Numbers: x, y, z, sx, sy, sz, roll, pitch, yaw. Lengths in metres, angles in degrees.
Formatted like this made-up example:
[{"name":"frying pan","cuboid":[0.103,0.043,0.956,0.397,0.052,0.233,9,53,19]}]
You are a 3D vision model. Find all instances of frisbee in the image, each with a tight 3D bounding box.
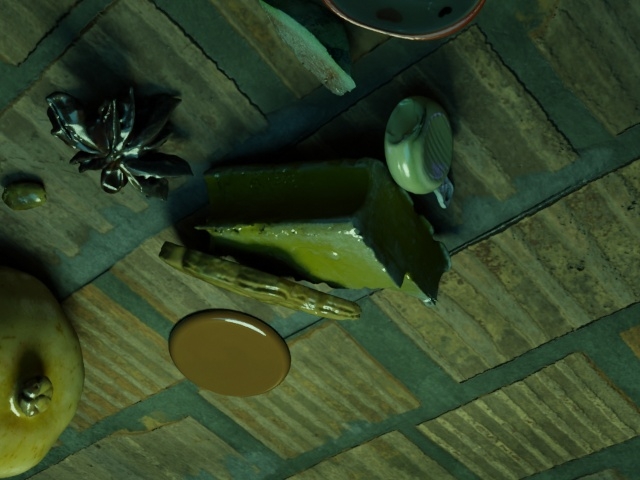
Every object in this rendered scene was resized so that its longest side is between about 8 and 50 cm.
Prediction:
[{"name":"frisbee","cuboid":[-0.183,0.232,1.796,0.250,0.021,0.251,4,131,5]}]

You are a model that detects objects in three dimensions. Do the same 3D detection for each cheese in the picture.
[{"name":"cheese","cuboid":[0.165,-0.121,1.370,0.064,0.137,0.227,11,157,32]}]

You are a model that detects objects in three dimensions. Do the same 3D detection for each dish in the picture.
[{"name":"dish","cuboid":[0.113,-0.391,1.139,0.256,0.117,0.256,5,132,5]}]

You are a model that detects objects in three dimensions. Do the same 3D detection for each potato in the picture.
[{"name":"potato","cuboid":[-0.519,-0.077,1.572,0.083,0.040,0.051,-6,134,16]}]

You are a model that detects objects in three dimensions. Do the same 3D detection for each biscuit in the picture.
[{"name":"biscuit","cuboid":[-0.103,0.075,1.508,0.376,0.051,0.269,16,177,27]}]

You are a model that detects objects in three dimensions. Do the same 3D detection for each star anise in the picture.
[{"name":"star anise","cuboid":[-0.320,-0.156,1.422,0.212,0.129,0.283,-16,135,30]}]

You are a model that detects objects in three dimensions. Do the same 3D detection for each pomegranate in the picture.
[{"name":"pomegranate","cuboid":[-0.623,0.251,1.639,0.411,0.411,0.411,5,131,6]}]

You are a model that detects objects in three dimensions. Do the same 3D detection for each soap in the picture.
[{"name":"soap","cuboid":[0.000,0.000,1.473,0.338,0.169,0.304,0,147,34]}]

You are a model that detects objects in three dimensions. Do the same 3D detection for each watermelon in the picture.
[{"name":"watermelon","cuboid":[-0.012,-0.288,1.287,0.094,0.081,0.180,-25,108,46]}]
